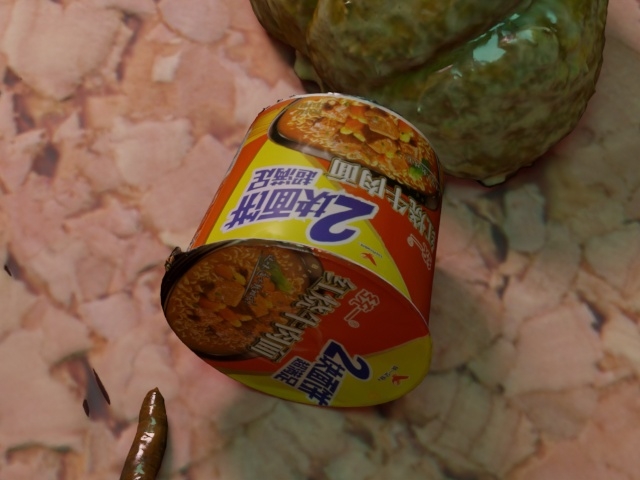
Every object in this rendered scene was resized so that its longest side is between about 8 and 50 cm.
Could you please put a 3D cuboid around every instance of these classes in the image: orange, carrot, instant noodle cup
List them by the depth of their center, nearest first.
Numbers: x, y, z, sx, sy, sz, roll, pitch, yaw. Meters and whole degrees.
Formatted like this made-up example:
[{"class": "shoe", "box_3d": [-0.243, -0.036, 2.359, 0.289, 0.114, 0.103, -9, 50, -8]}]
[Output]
[{"class": "carrot", "box_3d": [-0.137, 0.186, 1.332, 0.036, 0.035, 0.165, 4, 60, 0]}, {"class": "instant noodle cup", "box_3d": [0.000, 0.000, 1.349, 0.213, 0.213, 0.174, 13, 55, 5]}, {"class": "orange", "box_3d": [0.090, -0.243, 1.473, 0.271, 0.210, 0.368, -32, 65, -15]}]
